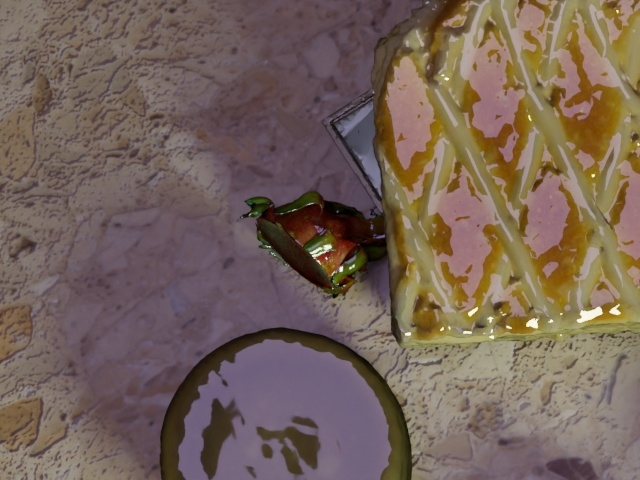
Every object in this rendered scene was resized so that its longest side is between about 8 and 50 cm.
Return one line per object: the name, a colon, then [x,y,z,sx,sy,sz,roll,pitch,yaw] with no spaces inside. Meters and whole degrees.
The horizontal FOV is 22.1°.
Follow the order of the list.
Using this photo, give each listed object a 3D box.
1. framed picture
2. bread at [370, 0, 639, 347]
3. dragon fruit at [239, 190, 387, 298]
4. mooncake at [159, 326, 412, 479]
framed picture: [0.110,-0.099,1.974,0.136,0.010,0.201,-33,76,3]
bread: [0.245,-0.074,1.790,0.371,0.279,0.390,-4,91,5]
dragon fruit: [0.000,0.000,1.926,0.175,0.142,0.138,-20,36,-26]
mooncake: [-0.034,0.246,1.859,0.284,0.155,0.284,-1,82,7]
